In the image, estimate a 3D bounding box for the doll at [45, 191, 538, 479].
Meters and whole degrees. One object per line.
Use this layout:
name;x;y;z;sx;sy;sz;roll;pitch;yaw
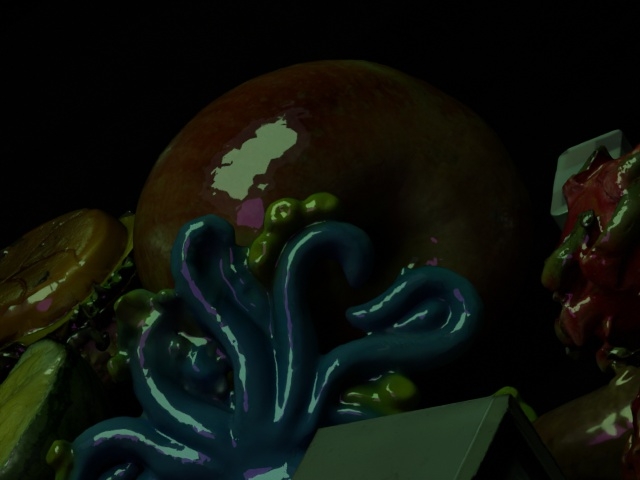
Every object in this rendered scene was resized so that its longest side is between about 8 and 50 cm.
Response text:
doll;-0.028;0.140;1.310;0.346;0.341;0.099;-22;-10;0

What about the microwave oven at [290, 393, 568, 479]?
microwave oven;0.080;0.210;1.115;0.163;0.205;0.129;-17;29;37

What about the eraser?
eraser;0.230;-0.049;1.638;0.065;0.026;0.105;-25;25;27

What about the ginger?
ginger;0.258;0.076;1.250;0.133;0.107;0.309;41;78;19

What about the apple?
apple;0.000;0.000;1.522;0.301;0.301;0.301;-28;24;14

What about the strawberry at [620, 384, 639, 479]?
strawberry;0.263;0.117;1.119;0.178;0.234;0.234;-49;17;25

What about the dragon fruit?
dragon fruit;0.235;0.008;1.376;0.172;0.166;0.160;-25;62;-6

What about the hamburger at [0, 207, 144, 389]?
hamburger;-0.251;0.073;1.881;0.261;0.139;0.243;-1;38;50

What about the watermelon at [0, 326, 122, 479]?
watermelon;-0.219;0.180;1.449;0.232;0.127;0.204;-52;13;-12
